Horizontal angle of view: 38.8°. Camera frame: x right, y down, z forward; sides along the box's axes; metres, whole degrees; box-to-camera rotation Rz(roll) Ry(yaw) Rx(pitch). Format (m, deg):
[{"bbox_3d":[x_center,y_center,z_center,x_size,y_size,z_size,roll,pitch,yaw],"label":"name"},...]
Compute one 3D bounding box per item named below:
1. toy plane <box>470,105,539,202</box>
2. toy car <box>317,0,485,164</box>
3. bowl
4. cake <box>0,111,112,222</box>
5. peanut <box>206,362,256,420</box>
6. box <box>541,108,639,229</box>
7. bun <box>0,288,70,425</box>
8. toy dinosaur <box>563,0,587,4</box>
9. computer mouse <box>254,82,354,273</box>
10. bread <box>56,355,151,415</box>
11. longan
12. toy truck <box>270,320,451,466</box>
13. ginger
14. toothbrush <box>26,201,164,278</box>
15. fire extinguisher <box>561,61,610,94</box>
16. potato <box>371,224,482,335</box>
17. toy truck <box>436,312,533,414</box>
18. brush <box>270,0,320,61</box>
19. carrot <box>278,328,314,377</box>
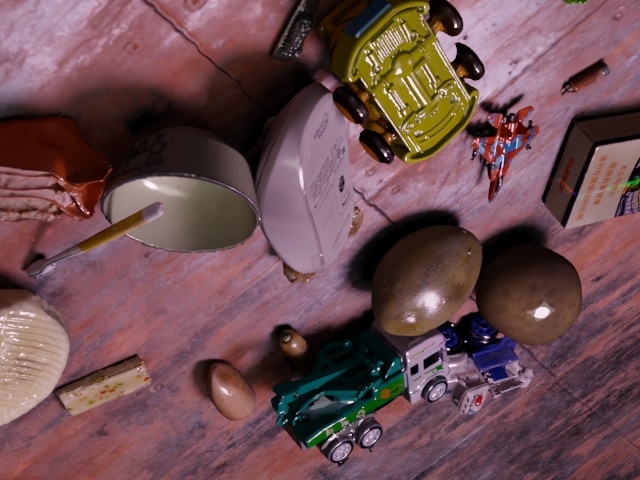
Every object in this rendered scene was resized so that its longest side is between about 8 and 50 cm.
[{"bbox_3d":[0.299,-0.141,1.524,0.130,0.061,0.189,-14,142,-20],"label":"toy plane"},{"bbox_3d":[0.099,-0.230,1.239,0.200,0.142,0.248,-40,133,-4],"label":"toy car"},{"bbox_3d":[-0.183,-0.077,1.221,0.212,0.112,0.211,1,153,0],"label":"bowl"},{"bbox_3d":[-0.402,-0.090,1.134,0.288,0.135,0.098,0,140,-5],"label":"cake"},{"bbox_3d":[-0.168,0.278,1.667,0.076,0.076,0.152,-29,137,-2],"label":"peanut"},{"bbox_3d":[0.578,-0.143,1.674,0.310,0.084,0.198,-12,137,-21],"label":"box"},{"bbox_3d":[-0.472,0.165,1.312,0.220,0.134,0.220,-35,139,-38],"label":"bun"},{"bbox_3d":[0.342,-0.426,1.212,0.194,0.152,0.177,24,127,3],"label":"toy dinosaur"},{"bbox_3d":[-0.032,-0.088,1.307,0.184,0.121,0.296,-62,152,-32],"label":"computer mouse"},{"bbox_3d":[-0.367,0.249,1.551,0.154,0.028,0.068,-21,142,-8],"label":"bread"},{"bbox_3d":[0.403,0.104,1.745,0.197,0.196,0.220,-38,135,9],"label":"longan"},{"bbox_3d":[0.074,0.265,1.691,0.364,0.176,0.177,-24,134,-24],"label":"toy truck"},{"bbox_3d":[-0.005,-0.003,1.481,0.165,0.067,0.096,-48,139,1],"label":"ginger"},{"bbox_3d":[-0.308,0.003,1.238,0.288,0.021,0.024,-22,162,35],"label":"toothbrush"},{"bbox_3d":[0.438,-0.265,1.508,0.083,0.022,0.028,-31,171,1],"label":"fire extinguisher"},{"bbox_3d":[0.187,0.069,1.608,0.235,0.160,0.178,-38,167,-13],"label":"potato"},{"bbox_3d":[0.309,0.269,1.872,0.213,0.177,0.161,-14,139,-20],"label":"toy truck"},{"bbox_3d":[-0.009,-0.309,1.179,0.034,0.027,0.190,6,128,-38],"label":"brush"},{"bbox_3d":[-0.030,0.236,1.734,0.049,0.049,0.254,-28,145,-3],"label":"carrot"}]
